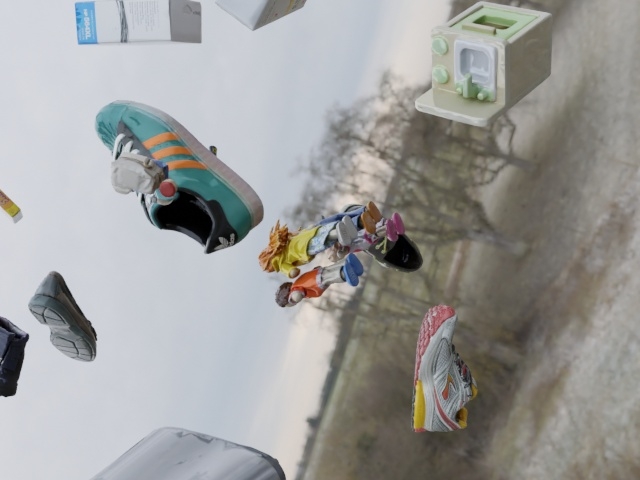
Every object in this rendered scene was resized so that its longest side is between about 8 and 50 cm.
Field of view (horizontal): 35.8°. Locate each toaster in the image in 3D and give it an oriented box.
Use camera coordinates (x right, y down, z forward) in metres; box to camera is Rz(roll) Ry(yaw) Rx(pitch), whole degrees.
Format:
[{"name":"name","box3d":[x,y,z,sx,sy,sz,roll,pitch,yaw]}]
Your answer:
[{"name":"toaster","box3d":[-0.152,0.281,1.024,0.146,0.227,0.129,-28,-60,-51]}]

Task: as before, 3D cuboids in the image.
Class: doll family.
[{"name":"doll family","box3d":[0.000,0.000,1.452,0.118,0.163,0.263,63,-147,-9]}]

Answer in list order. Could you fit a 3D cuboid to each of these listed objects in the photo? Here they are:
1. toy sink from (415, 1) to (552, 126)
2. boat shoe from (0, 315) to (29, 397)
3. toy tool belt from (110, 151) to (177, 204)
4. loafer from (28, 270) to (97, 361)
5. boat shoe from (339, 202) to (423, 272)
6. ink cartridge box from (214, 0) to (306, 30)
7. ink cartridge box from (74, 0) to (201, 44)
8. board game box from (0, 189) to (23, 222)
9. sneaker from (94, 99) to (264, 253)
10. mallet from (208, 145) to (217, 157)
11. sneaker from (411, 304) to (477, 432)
[{"name":"toy sink","box3d":[0.286,-0.320,1.745,0.234,0.152,0.131,-38,-46,-37]},{"name":"boat shoe","box3d":[-0.801,0.224,2.264,0.127,0.340,0.158,14,-83,-65]},{"name":"toy tool belt","box3d":[-0.197,-0.076,1.143,0.051,0.083,0.052,-58,-19,-60]},{"name":"loafer","box3d":[-0.492,0.155,1.958,0.267,0.096,0.084,81,-160,-59]},{"name":"boat shoe","box3d":[0.112,-0.003,1.800,0.227,0.068,0.081,32,-100,-51]},{"name":"ink cartridge box","box3d":[-0.076,-0.481,1.768,0.154,0.093,0.212,-57,-6,33]},{"name":"ink cartridge box","box3d":[-0.351,-0.424,1.929,0.148,0.203,0.086,-28,-61,-70]},{"name":"board game box","box3d":[-0.796,-0.147,2.302,0.039,0.259,0.124,-43,5,-15]},{"name":"sneaker","box3d":[-0.231,-0.095,1.450,0.121,0.302,0.108,-42,-17,-44]},{"name":"mallet","box3d":[-0.208,-0.124,1.868,0.039,0.062,0.190,-40,41,23]},{"name":"sneaker","box3d":[0.184,0.186,1.441,0.088,0.092,0.225,-77,-12,-53]}]
